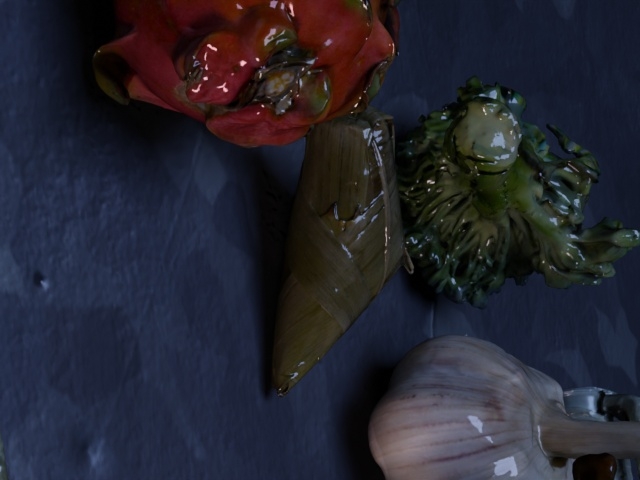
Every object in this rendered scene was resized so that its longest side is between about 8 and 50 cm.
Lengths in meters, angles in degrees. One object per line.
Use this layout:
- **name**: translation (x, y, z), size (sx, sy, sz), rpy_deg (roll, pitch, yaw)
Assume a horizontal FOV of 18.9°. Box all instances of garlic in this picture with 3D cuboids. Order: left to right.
- **garlic**: translation (0.162, 0.160, 1.459), size (0.199, 0.226, 0.199), rpy_deg (28, 57, -53)

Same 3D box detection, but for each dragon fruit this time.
- **dragon fruit**: translation (-0.041, -0.170, 1.321), size (0.224, 0.224, 0.227), rpy_deg (29, 58, -47)

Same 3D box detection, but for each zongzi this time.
- **zongzi**: translation (0.000, 0.000, 1.398), size (0.176, 0.079, 0.160), rpy_deg (-48, 139, -43)

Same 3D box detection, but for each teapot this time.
- **teapot**: translation (0.243, 0.224, 1.652), size (0.077, 0.107, 0.200), rpy_deg (17, 62, -48)

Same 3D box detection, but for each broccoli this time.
- **broccoli**: translation (0.155, -0.025, 1.515), size (0.198, 0.177, 0.275), rpy_deg (44, -3, -6)

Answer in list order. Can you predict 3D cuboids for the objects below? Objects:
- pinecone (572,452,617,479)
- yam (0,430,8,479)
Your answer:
- **pinecone**: translation (0.209, 0.317, 1.319), size (0.384, 0.384, 0.384), rpy_deg (28, 54, -47)
- **yam**: translation (-0.269, 0.119, 0.914), size (0.268, 0.161, 0.161), rpy_deg (19, 60, -48)
